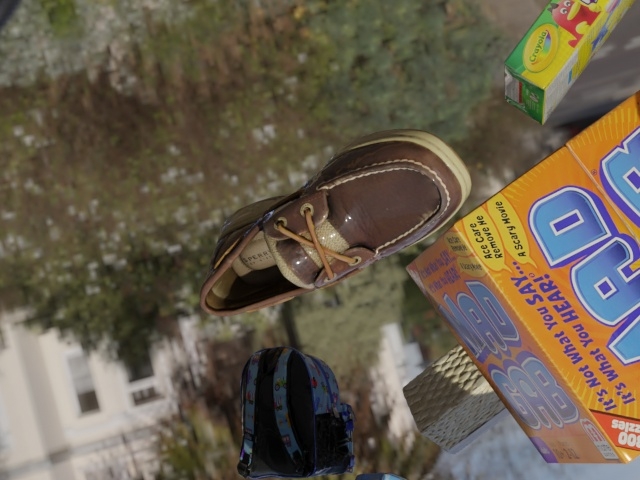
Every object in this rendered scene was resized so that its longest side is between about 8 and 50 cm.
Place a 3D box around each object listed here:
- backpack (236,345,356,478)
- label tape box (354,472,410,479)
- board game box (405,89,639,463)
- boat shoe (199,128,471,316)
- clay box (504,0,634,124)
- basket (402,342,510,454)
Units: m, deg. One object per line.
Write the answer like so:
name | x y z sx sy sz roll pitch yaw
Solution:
backpack | -0.034 0.229 1.740 0.117 0.173 0.158 3 169 -43
label tape box | 0.160 0.404 1.302 0.333 0.241 0.106 24 161 -11
board game box | 0.384 0.053 1.746 0.356 0.356 0.356 -35 175 -10
boat shoe | 0.000 0.000 1.274 0.342 0.123 0.123 -20 -153 42
clay box | 0.261 -0.228 1.258 0.222 0.053 0.127 -54 167 -4
basket | 0.232 0.255 2.143 0.167 0.113 0.103 -42 135 20
